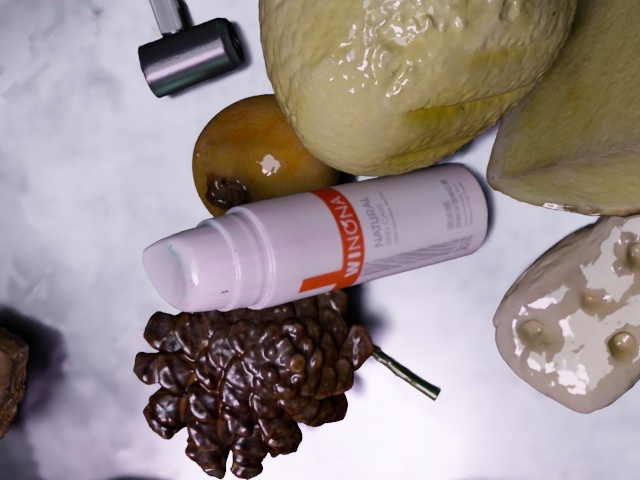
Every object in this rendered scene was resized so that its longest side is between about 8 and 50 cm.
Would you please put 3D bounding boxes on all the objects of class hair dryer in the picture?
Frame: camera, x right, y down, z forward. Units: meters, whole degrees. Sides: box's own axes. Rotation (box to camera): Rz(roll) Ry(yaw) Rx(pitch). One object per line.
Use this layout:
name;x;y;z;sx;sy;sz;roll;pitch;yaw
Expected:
hair dryer;-0.157;-0.253;1.929;0.100;0.057;0.198;-22;84;8

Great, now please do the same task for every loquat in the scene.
loquat;-0.054;-0.076;1.870;0.163;0.163;0.137;5;132;9

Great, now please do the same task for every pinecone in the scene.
pinecone;-0.076;0.125;1.861;0.229;0.201;0.202;-19;64;-24

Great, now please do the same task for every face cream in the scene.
face cream;0.000;0.000;1.786;0.345;0.102;0.102;-14;91;-34

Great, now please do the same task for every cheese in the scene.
cheese;0.296;0.052;1.848;0.263;0.093;0.159;-41;85;9

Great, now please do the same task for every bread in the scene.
bread;0.091;-0.204;1.753;0.320;0.320;0.237;-26;82;9

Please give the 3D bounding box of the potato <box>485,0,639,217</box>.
potato;0.310;-0.162;1.796;0.112;0.269;0.255;32;64;-33

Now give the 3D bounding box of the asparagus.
asparagus;0.074;0.127;1.926;0.114;0.014;0.015;36;64;5

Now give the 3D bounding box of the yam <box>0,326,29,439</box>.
yam;-0.415;0.118;1.948;0.238;0.128;0.129;24;130;12
